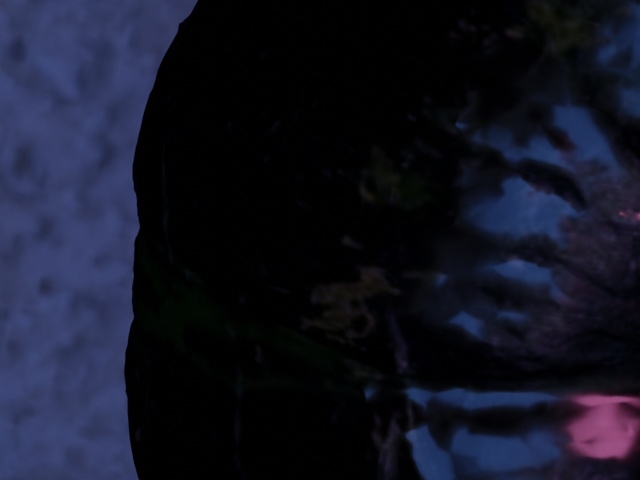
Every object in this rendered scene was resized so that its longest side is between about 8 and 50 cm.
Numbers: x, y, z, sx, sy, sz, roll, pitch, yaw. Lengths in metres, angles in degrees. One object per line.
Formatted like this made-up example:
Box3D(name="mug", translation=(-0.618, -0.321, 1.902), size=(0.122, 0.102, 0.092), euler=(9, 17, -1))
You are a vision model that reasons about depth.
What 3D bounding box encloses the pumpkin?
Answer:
Box3D(name="pumpkin", translation=(0.100, 0.002, 0.471), size=(0.315, 0.238, 0.315), euler=(-6, 112, -16))
